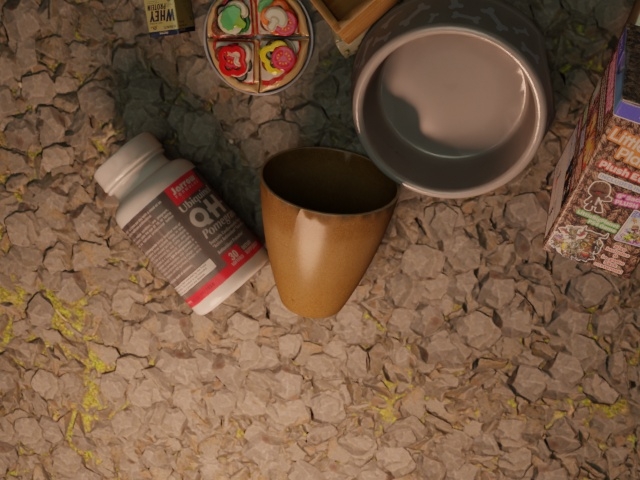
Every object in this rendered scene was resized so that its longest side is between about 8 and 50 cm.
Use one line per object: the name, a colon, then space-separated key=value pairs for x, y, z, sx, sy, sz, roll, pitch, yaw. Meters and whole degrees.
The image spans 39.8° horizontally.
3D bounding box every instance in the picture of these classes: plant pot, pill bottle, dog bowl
plant pot: x=0.000 y=0.000 z=1.546 sx=0.237 sy=0.237 sz=0.254 roll=14 pitch=123 yaw=8
pill bottle: x=-0.255 y=-0.035 z=1.594 sx=0.176 sy=0.176 sz=0.318 roll=-39 pitch=95 yaw=19
dog bowl: x=0.210 y=-0.221 z=1.429 sx=0.349 sy=0.102 sz=0.348 roll=8 pitch=126 yaw=11

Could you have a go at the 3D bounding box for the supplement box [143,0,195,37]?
supplement box: x=-0.263 y=-0.401 z=1.539 sx=0.056 sy=0.083 sz=0.083 roll=-4 pitch=106 yaw=14

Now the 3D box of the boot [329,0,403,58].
boot: x=0.115 y=-0.341 z=1.483 sx=0.165 sy=0.077 sz=0.213 roll=-25 pitch=106 yaw=21

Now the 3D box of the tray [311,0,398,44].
tray: x=0.134 y=-0.521 z=1.374 sx=0.411 sy=0.076 sz=0.203 roll=-39 pitch=75 yaw=11

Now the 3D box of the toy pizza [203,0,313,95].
toy pizza: x=-0.112 y=-0.354 z=1.548 sx=0.201 sy=0.032 sz=0.201 roll=3 pitch=106 yaw=11

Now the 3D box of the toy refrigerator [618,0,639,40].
toy refrigerator: x=0.561 y=-0.417 z=1.353 sx=0.094 sy=0.102 sz=0.269 roll=21 pitch=108 yaw=5

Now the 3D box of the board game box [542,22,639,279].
board game box: x=0.464 y=-0.133 z=1.337 sx=0.141 sy=0.232 sz=0.291 roll=20 pitch=134 yaw=4
